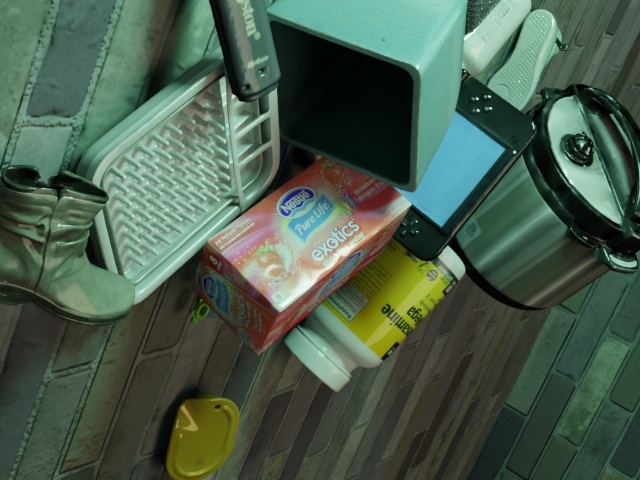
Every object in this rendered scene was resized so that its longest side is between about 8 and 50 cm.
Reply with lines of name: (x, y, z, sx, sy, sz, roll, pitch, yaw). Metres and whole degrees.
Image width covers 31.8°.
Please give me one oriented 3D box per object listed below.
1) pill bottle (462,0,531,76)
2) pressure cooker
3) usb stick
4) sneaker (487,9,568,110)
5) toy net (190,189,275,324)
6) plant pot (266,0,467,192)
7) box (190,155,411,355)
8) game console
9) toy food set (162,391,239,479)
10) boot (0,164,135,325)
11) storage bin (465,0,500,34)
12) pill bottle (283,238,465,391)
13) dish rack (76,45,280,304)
pill bottle: (0.248, -0.356, 1.937, 0.229, 0.131, 0.131, -51, 155, -11)
pressure cooker: (0.501, -0.090, 2.293, 0.420, 0.370, 0.375, -44, -177, 43)
usb stick: (-0.103, -0.301, 1.337, 0.077, 0.045, 0.278, -39, 130, -38)
sneaker: (0.435, -0.349, 2.357, 0.256, 0.094, 0.151, -63, 159, 10)
toy net: (-0.139, 0.020, 1.737, 0.122, 0.045, 0.232, 7, 109, -57)
plant pot: (0.091, -0.270, 1.622, 0.252, 0.248, 0.247, -52, 156, -32)
box: (-0.028, 0.006, 1.661, 0.300, 0.154, 0.142, -37, 165, -33)
game console: (0.155, -0.157, 1.798, 0.293, 0.250, 0.173, -51, 157, 5)
toy food set: (-0.218, 0.340, 1.927, 0.128, 0.071, 0.218, -3, 122, -34)
boot: (-0.284, 0.007, 1.296, 0.246, 0.083, 0.161, 16, 116, -46)
storage bin: (0.239, -0.439, 1.841, 0.180, 0.122, 0.084, -49, 154, -23)
pill bottle: (0.094, 0.113, 2.079, 0.334, 0.188, 0.188, -47, 155, -1)
dish rack: (-0.187, -0.098, 1.470, 0.333, 0.072, 0.285, -45, 153, -30)
